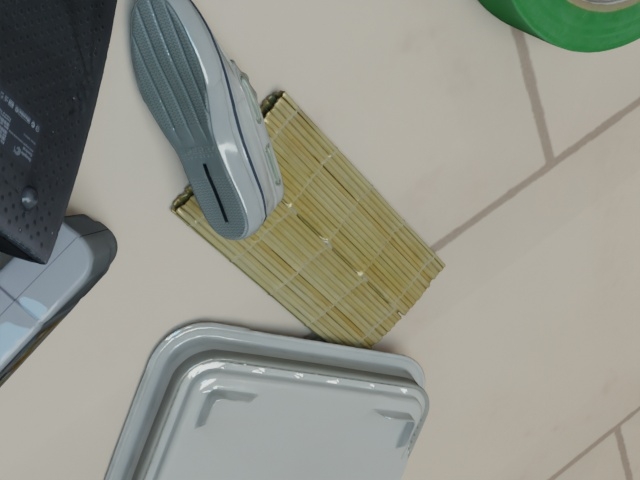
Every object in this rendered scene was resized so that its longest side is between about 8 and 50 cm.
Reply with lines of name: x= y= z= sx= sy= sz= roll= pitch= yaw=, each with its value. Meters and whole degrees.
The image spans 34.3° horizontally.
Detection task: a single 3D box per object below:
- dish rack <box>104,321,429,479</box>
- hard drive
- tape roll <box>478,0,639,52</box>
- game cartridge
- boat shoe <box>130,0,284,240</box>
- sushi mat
dish rack: x=-0.047 y=0.240 z=1.086 sx=0.333 sy=0.072 sz=0.285 roll=12 pitch=108 yaw=-31
hard drive: x=-0.213 y=-0.129 z=0.690 sx=0.172 sy=0.054 sz=0.254 roll=51 pitch=41 yaw=-57
tape roll: x=0.272 y=-0.343 z=0.981 sx=0.321 sy=0.077 sz=0.321 roll=-16 pitch=123 yaw=-26
game cartridge: x=-0.276 y=0.103 z=0.803 sx=0.062 sy=0.198 sz=0.297 roll=43 pitch=89 yaw=-9
boat shoe: x=-0.092 y=-0.112 z=0.879 sx=0.076 sy=0.083 sz=0.226 roll=-45 pitch=130 yaw=-43
sushi mat: x=0.000 y=0.000 z=1.036 sx=0.151 sy=0.019 sz=0.316 roll=-47 pitch=131 yaw=-1
